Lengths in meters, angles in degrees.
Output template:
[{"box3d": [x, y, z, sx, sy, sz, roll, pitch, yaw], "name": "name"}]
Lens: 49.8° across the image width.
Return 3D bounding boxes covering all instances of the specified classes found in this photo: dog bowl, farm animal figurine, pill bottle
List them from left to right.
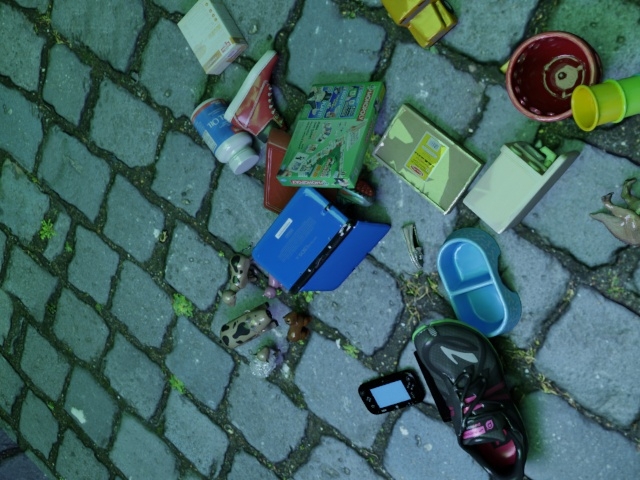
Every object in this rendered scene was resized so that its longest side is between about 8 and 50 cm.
[{"box3d": [-0.283, -0.313, 2.078, 0.124, 0.124, 0.221, -43, 78, 31], "name": "pill bottle"}, {"box3d": [-0.212, 0.226, 2.124, 0.330, 0.172, 0.327, 47, 121, 15], "name": "farm animal figurine"}, {"box3d": [0.401, 0.115, 1.778, 0.166, 0.074, 0.297, -22, 89, 33], "name": "dog bowl"}]

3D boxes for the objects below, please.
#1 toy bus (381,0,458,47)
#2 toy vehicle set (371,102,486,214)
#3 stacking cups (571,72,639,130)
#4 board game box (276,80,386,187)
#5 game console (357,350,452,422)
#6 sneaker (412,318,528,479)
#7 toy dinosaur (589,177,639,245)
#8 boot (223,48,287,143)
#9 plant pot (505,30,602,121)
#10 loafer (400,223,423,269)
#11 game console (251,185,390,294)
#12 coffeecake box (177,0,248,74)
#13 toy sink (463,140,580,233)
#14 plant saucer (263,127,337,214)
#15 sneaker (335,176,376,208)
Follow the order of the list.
[{"box3d": [0.197, -0.639, 1.703, 0.108, 0.130, 0.333, -36, 81, 32], "name": "toy bus"}, {"box3d": [0.278, -0.214, 1.804, 0.267, 0.035, 0.166, 42, 119, 17], "name": "toy vehicle set"}, {"box3d": [0.679, -0.299, 1.409, 0.316, 0.096, 0.096, -13, 95, -8], "name": "stacking cups"}, {"box3d": [0.031, -0.281, 1.814, 0.213, 0.046, 0.317, 5, 61, 28], "name": "board game box"}, {"box3d": [0.270, 0.424, 1.946, 0.361, 0.044, 0.213, -26, 86, 34], "name": "game console"}, {"box3d": [0.394, 0.400, 1.714, 0.185, 0.202, 0.483, -31, 101, 15], "name": "sneaker"}, {"box3d": [0.739, -0.041, 1.511, 0.295, 0.127, 0.200, -20, 97, 39], "name": "toy dinosaur"}, {"box3d": [-0.146, -0.415, 2.008, 0.176, 0.088, 0.244, 31, 99, -6], "name": "boot"}, {"box3d": [0.528, -0.363, 1.533, 0.191, 0.174, 0.191, 7, 104, 30], "name": "plant pot"}, {"box3d": [0.255, 0.016, 1.867, 0.039, 0.045, 0.125, -24, 85, 27], "name": "loafer"}, {"box3d": [0.000, 0.000, 1.914, 0.250, 0.173, 0.293, 42, 119, 3], "name": "game console"}, {"box3d": [-0.324, -0.617, 2.069, 0.142, 0.068, 0.185, -35, 82, 32], "name": "coffeecake box"}, {"box3d": [0.471, -0.152, 1.630, 0.131, 0.153, 0.234, 45, 121, 16], "name": "toy sink"}, {"box3d": [-0.068, -0.156, 1.931, 0.259, 0.047, 0.258, 26, 125, 32], "name": "plant saucer"}, {"box3d": [0.047, -0.125, 1.943, 0.262, 0.104, 0.125, 20, 119, 36], "name": "sneaker"}]
